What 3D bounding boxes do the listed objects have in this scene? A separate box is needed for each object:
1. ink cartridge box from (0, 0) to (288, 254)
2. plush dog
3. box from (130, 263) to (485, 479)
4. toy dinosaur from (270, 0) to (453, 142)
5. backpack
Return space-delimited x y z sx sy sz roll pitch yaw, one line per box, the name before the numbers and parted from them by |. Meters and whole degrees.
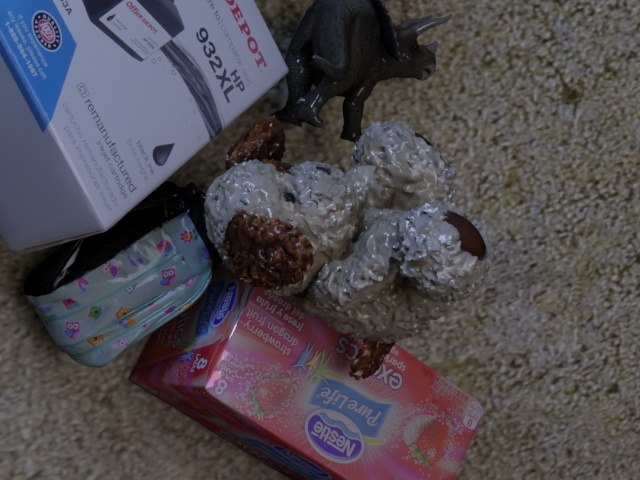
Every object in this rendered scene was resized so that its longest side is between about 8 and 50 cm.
ink cartridge box | -0.193 -0.165 1.693 0.307 0.129 0.223 -45 115 -45
plush dog | 0.000 0.000 1.697 0.225 0.262 0.211 24 112 -19
box | -0.009 0.148 1.854 0.300 0.154 0.142 35 71 -29
toy dinosaur | 0.014 -0.184 1.854 0.313 0.121 0.160 16 91 -70
backpack | -0.178 0.029 1.752 0.182 0.152 0.115 -36 100 -16
